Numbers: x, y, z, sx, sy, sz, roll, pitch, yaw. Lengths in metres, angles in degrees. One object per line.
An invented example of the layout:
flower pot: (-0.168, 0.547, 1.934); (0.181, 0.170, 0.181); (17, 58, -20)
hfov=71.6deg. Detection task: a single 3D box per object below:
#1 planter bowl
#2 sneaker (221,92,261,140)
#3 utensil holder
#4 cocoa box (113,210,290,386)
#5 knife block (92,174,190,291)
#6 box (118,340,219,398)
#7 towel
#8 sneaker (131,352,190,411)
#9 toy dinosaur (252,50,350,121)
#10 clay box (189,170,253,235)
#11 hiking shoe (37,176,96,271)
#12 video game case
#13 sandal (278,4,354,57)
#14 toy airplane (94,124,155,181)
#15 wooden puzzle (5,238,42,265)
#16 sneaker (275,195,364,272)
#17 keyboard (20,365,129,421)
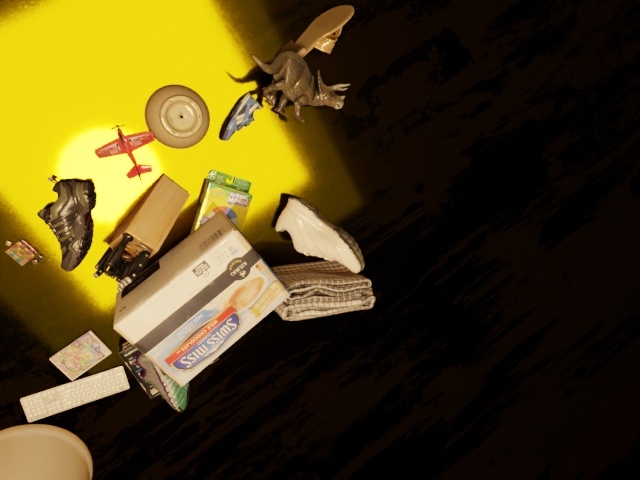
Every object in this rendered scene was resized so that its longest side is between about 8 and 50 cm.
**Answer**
planter bowl: (-0.349, -0.307, 1.100); (0.162, 0.109, 0.162); (-6, 105, -21)
sneaker: (-0.211, -0.321, 1.184); (0.059, 0.053, 0.144); (34, 90, -28)
utensil holder: (-0.738, 0.695, 1.051); (0.328, 0.385, 0.327); (-6, 107, -21)
cocoa box: (-0.297, 0.134, 1.114); (0.347, 0.231, 0.228); (-40, 115, -8)
knife block: (-0.424, -0.017, 1.071); (0.088, 0.242, 0.275); (41, 86, -27)
box: (-0.428, 0.319, 1.265); (0.220, 0.051, 0.175); (-30, 113, -13)
towel: (-0.011, 0.135, 1.290); (0.284, 0.235, 0.121); (-5, 98, -22)
sneaker: (-0.435, 0.382, 1.224); (0.098, 0.083, 0.223); (-2, 120, 15)
toy dinosaur: (-0.076, -0.418, 1.161); (0.314, 0.121, 0.160); (25, 93, -47)
clay box: (-0.273, -0.070, 1.224); (0.128, 0.053, 0.221); (15, 99, -26)
hiking shoe: (-0.623, -0.039, 1.083); (0.114, 0.086, 0.226); (10, 94, -11)
video game case: (-0.644, 0.309, 1.195); (0.122, 0.011, 0.087); (-36, 114, -11)
sandal: (-0.004, -0.540, 1.214); (0.240, 0.088, 0.079); (-38, 146, -2)
toy airplane: (-0.476, -0.218, 1.113); (0.151, 0.028, 0.151); (-3, 108, -9)
wooden puzzle: (-0.730, 0.029, 1.087); (0.049, 0.006, 0.083); (-40, 115, -8)
sneaker: (0.000, 0.000, 1.292); (0.297, 0.111, 0.129); (40, 103, 11)
keyboard: (-0.666, 0.417, 1.213); (0.256, 0.014, 0.072); (-15, 109, -19)
